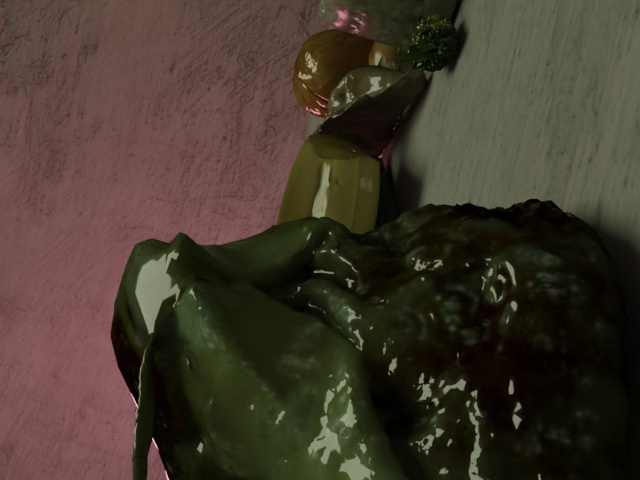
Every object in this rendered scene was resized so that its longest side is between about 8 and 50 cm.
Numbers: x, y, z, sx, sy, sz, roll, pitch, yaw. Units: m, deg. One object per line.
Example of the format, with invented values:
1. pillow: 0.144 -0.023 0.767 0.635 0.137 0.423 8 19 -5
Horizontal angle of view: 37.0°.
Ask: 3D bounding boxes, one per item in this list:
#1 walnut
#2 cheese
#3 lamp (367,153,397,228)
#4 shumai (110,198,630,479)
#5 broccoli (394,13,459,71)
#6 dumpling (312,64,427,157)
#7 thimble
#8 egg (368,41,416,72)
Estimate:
1. walnut: 0.048 -0.290 1.675 0.165 0.197 0.165 -3 86 59
2. cheese: 0.000 0.000 1.453 0.259 0.128 0.315 -110 28 -71
3. lamp: 0.066 0.021 1.592 0.269 0.047 0.266 -95 16 -63
4. shumai: 0.011 0.108 0.714 0.395 0.348 0.394 -164 90 -85
5. broccoli: 0.141 -0.266 1.300 0.097 0.092 0.095 -113 17 -45
6. dumpling: 0.056 -0.207 1.560 0.332 0.166 0.086 118 144 -67
7. thimble: 0.107 -0.436 1.419 0.291 0.195 0.291 -168 90 -82
8. egg: 0.119 -0.303 1.563 0.080 0.080 0.096 115 160 -63
